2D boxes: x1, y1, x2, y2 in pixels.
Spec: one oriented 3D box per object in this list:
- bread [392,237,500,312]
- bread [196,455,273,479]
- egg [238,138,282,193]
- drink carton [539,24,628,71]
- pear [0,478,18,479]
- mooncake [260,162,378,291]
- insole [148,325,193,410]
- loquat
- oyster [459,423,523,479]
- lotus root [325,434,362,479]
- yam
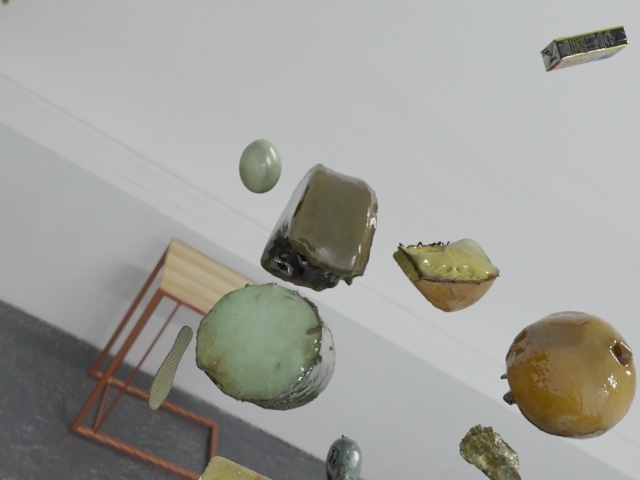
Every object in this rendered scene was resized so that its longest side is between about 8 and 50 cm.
[{"bbox_3d":[0.331,0.097,1.792,0.261,0.163,0.204,-2,27,-18],"label":"bread"},{"bbox_3d":[-0.185,0.611,1.608,0.184,0.275,0.114,21,61,10],"label":"bread"},{"bbox_3d":[-0.158,-0.195,1.792,0.114,0.152,0.114,4,34,-3],"label":"egg"},{"bbox_3d":[0.568,-0.415,1.466,0.071,0.165,0.056,148,-73,-79],"label":"drink carton"},{"bbox_3d":[-0.643,0.675,1.278,0.351,0.414,0.352,23,-2,1],"label":"pear"},{"bbox_3d":[0.000,0.000,1.840,0.246,0.394,0.394,20,26,-10],"label":"mooncake"},{"bbox_3d":[-0.420,0.354,1.906,0.005,0.253,0.086,8,-28,28],"label":"insole"},{"bbox_3d":[0.443,0.239,1.206,0.193,0.238,0.238,-10,47,-45],"label":"loquat"},{"bbox_3d":[0.367,0.468,1.477,0.045,0.121,0.146,51,28,-54],"label":"oyster"},{"bbox_3d":[0.054,0.537,1.604,0.088,0.088,0.165,28,45,-17],"label":"lotus root"},{"bbox_3d":[-0.076,0.179,1.108,0.195,0.195,0.300,40,-9,14],"label":"yam"}]
